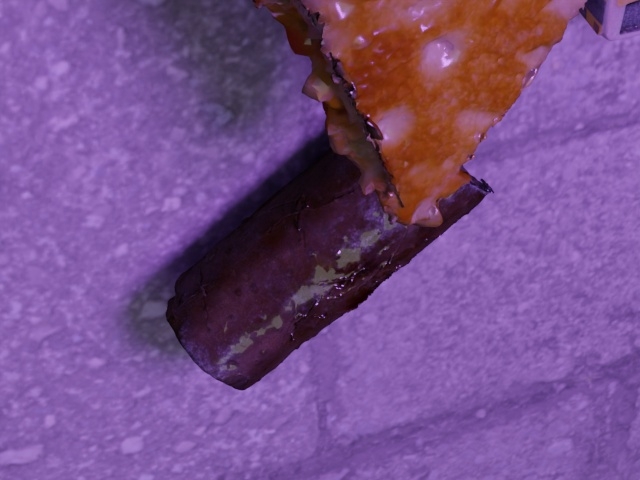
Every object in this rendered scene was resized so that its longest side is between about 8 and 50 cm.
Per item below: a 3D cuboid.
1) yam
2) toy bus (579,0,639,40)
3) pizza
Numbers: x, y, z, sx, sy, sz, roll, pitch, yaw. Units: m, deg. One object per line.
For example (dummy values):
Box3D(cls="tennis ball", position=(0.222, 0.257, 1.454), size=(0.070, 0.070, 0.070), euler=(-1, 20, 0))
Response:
Box3D(cls="yam", position=(0.001, 0.001, 1.294), size=(0.280, 0.131, 0.131), euler=(-39, 133, 9))
Box3D(cls="toy bus", position=(0.377, -0.260, 1.272), size=(0.343, 0.097, 0.138), euler=(-12, 133, -16))
Box3D(cls="pizza", position=(0.057, -0.191, 0.996), size=(0.440, 0.130, 0.406), euler=(-10, 127, -31))
